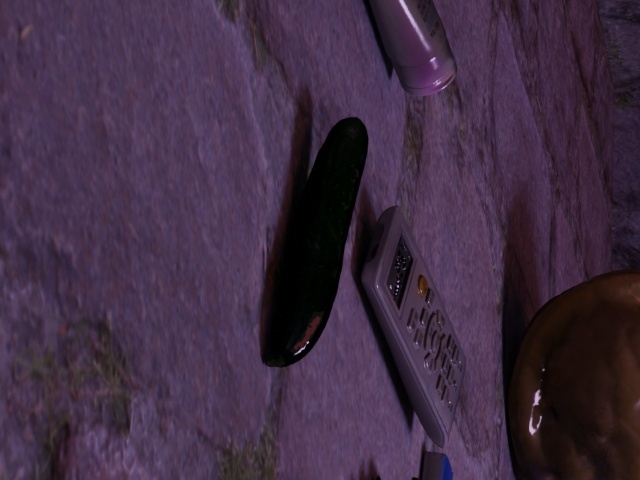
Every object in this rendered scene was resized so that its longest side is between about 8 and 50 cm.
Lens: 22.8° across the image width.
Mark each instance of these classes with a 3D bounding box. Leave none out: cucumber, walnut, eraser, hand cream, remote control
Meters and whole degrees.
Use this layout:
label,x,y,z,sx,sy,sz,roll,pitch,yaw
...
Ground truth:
label,x,y,z,sx,sy,sz,roll,pitch,yaw
cucumber,0.000,0.000,1.409,0.056,0.056,0.284,69,29,-48
walnut,0.460,0.250,2.506,0.383,0.383,0.383,-2,90,-74
eraser,0.137,0.301,1.879,0.063,0.027,0.085,65,28,-50
hand cream,0.076,-0.289,1.690,0.312,0.070,0.111,64,31,-46
remote control,0.099,0.102,1.744,0.313,0.055,0.109,64,35,-44

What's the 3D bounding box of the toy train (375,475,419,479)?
label,x,y,z,sx,sy,sz,roll,pitch,yaw
toy train,0.070,0.291,1.617,0.138,0.050,0.087,-23,115,-74
